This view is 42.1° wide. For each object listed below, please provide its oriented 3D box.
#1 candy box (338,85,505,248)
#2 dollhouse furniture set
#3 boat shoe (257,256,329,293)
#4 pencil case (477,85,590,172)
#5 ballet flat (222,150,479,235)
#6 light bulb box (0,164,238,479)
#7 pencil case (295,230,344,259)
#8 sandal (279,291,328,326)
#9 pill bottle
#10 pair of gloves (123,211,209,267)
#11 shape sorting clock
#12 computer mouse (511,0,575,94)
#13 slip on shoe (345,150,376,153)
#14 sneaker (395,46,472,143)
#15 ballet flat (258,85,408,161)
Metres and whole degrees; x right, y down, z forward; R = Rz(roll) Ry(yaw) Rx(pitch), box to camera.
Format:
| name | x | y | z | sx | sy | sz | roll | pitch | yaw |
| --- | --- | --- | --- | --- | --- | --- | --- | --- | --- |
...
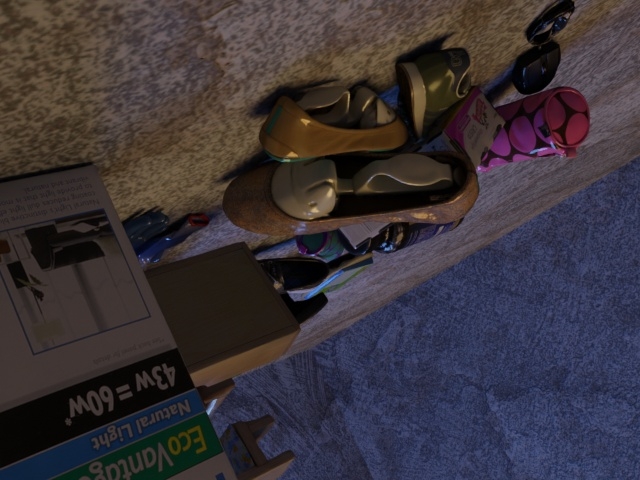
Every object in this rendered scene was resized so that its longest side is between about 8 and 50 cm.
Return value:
| name | x | y | z | sx | sy | sz | roll | pitch | yaw |
| --- | --- | --- | --- | --- | --- | --- | --- | --- | --- |
| candy box | 0.132 | -0.101 | 1.166 | 0.233 | 0.071 | 0.159 | -34 | -169 | 38 |
| dollhouse furniture set | -0.230 | 0.209 | 1.175 | 0.256 | 0.362 | 0.394 | -17 | 152 | -37 |
| boat shoe | -0.083 | 0.065 | 1.478 | 0.228 | 0.080 | 0.076 | 1 | 160 | -33 |
| pencil case | 0.285 | -0.153 | 1.200 | 0.095 | 0.098 | 0.209 | -16 | -176 | -26 |
| ballet flat | 0.037 | -0.070 | 0.996 | 0.316 | 0.108 | 0.106 | -6 | 165 | -4 |
| light bulb box | -0.303 | 0.177 | 0.829 | 0.225 | 0.361 | 0.358 | -18 | 166 | -39 |
| pencil case | 0.000 | 0.000 | 1.488 | 0.070 | 0.064 | 0.151 | -41 | 167 | 7 |
| sandal | -0.137 | 0.160 | 1.825 | 0.167 | 0.107 | 0.445 | -38 | -171 | -29 |
| pill bottle | 0.135 | -0.048 | 1.420 | 0.219 | 0.123 | 0.123 | -19 | 167 | -35 |
| pair of gloves | -0.240 | 0.006 | 1.076 | 0.159 | 0.023 | 0.198 | -31 | 169 | 16 |
| shape sorting clock | 0.040 | 0.083 | 2.033 | 0.206 | 0.040 | 0.206 | -28 | 167 | -7 |
| computer mouse | 0.297 | -0.244 | 1.089 | 0.071 | 0.041 | 0.242 | -26 | 169 | 2 |
| slip on shoe | 0.049 | -0.116 | 1.115 | 0.135 | 0.041 | 0.051 | -14 | 164 | -47 |
| sneaker | 0.140 | -0.173 | 0.992 | 0.086 | 0.064 | 0.192 | -23 | 167 | 2 |
| ballet flat | 0.032 | -0.135 | 0.919 | 0.232 | 0.080 | 0.073 | -18 | 137 | -48 |
